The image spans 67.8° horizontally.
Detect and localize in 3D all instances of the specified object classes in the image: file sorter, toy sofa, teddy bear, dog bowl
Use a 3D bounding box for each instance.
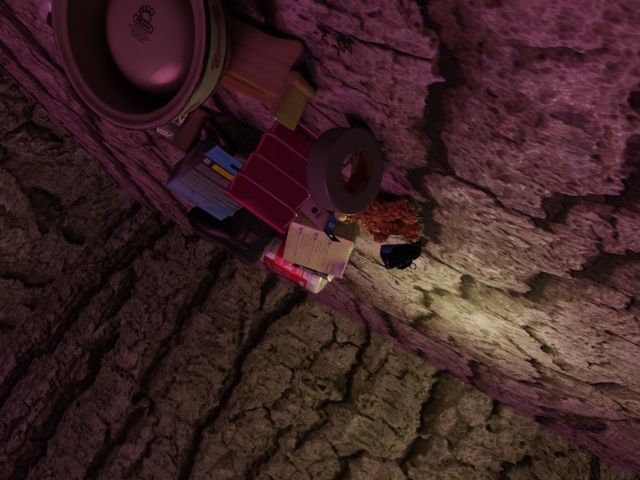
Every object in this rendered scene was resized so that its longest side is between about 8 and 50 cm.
[{"bbox_3d":[-0.085,-0.207,1.291,0.202,0.291,0.182,36,160,-9],"label":"file sorter"},{"bbox_3d":[-0.190,-0.429,1.157,0.362,0.177,0.150,29,-173,12],"label":"toy sofa"},{"bbox_3d":[0.161,-0.084,1.493,0.337,0.113,0.245,27,160,18],"label":"teddy bear"},{"bbox_3d":[-0.373,-0.452,1.036,0.407,0.408,0.150,28,-155,13],"label":"dog bowl"}]

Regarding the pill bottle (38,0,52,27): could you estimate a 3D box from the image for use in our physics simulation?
[{"bbox_3d":[-0.572,-0.567,1.324,0.334,0.188,0.187,41,161,-24],"label":"pill bottle"}]

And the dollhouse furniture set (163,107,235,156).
[{"bbox_3d":[-0.440,-0.387,1.749,0.212,0.161,0.242,29,-175,11],"label":"dollhouse furniture set"}]

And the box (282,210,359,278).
[{"bbox_3d":[0.000,0.000,1.780,0.242,0.117,0.214,18,136,3],"label":"box"}]

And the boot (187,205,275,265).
[{"bbox_3d":[-0.325,-0.120,1.886,0.366,0.146,0.445,33,144,-5],"label":"boot"}]

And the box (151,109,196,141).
[{"bbox_3d":[-0.479,-0.409,1.305,0.270,0.060,0.216,24,141,-30],"label":"box"}]

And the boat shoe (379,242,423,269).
[{"bbox_3d":[0.255,0.055,1.559,0.108,0.089,0.258,-4,178,37],"label":"boat shoe"}]

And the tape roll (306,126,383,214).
[{"bbox_3d":[0.066,-0.178,1.218,0.072,0.219,0.219,16,156,43],"label":"tape roll"}]

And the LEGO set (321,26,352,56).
[{"bbox_3d":[0.038,-0.410,0.979,0.083,0.023,0.054,47,160,-2],"label":"LEGO set"}]

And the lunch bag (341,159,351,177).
[{"bbox_3d":[0.108,-0.203,1.358,0.071,0.053,0.083,36,154,-14],"label":"lunch bag"}]

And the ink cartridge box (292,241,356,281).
[{"bbox_3d":[0.009,0.050,1.963,0.208,0.206,0.045,19,152,35],"label":"ink cartridge box"}]

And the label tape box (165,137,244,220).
[{"bbox_3d":[-0.332,-0.219,1.617,0.240,0.106,0.333,34,141,-31],"label":"label tape box"}]

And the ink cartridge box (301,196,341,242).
[{"bbox_3d":[-0.043,-0.128,1.602,0.332,0.065,0.165,45,-173,8],"label":"ink cartridge box"}]

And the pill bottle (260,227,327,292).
[{"bbox_3d":[-0.132,0.046,2.155,0.407,0.229,0.229,29,162,12],"label":"pill bottle"}]
